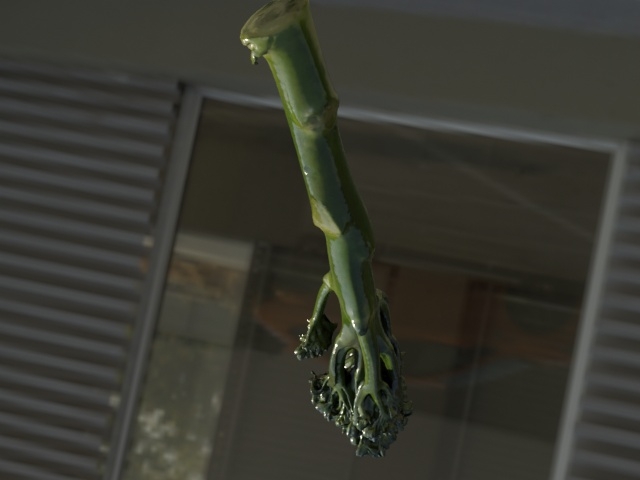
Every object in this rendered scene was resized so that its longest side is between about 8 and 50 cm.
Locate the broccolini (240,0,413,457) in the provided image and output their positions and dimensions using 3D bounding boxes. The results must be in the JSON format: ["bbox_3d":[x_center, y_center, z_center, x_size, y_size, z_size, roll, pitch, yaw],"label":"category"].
[{"bbox_3d":[-0.002,0.004,0.911,0.074,0.079,0.392,-14,135,3],"label":"broccolini"}]
